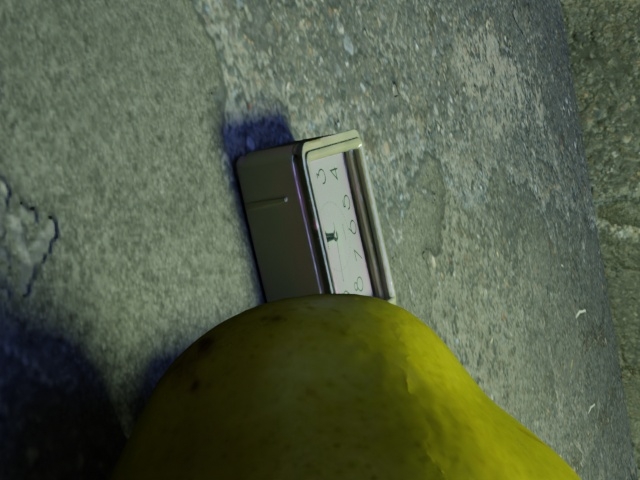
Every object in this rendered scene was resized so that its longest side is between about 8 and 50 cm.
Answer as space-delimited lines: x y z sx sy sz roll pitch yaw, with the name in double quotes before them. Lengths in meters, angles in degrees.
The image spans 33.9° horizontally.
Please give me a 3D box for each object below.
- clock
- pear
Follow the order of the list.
"clock" 0.000 0.000 0.987 0.147 0.071 0.192 -24 103 -64
"pear" 0.017 0.248 0.614 0.362 0.362 0.418 11 62 -63
